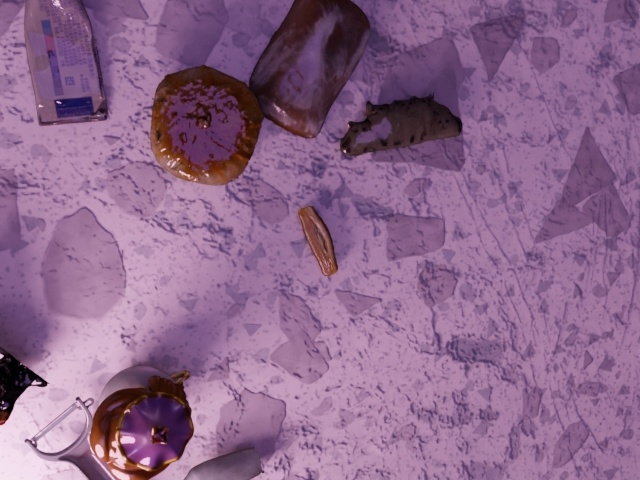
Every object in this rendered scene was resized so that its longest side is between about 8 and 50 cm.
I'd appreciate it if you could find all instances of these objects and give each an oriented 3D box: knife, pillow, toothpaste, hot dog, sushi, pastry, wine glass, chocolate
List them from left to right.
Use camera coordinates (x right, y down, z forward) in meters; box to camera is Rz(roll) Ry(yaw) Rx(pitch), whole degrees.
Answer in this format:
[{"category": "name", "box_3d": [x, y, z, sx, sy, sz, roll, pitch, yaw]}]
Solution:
[{"category": "sushi", "box_3d": [-0.554, 0.227, 1.072, 0.150, 0.153, 0.172, -55, 128, -23]}, {"category": "toothpaste", "box_3d": [-0.412, -0.327, 1.094, 0.099, 0.068, 0.283, 1, 108, 15]}, {"category": "knife", "box_3d": [-0.370, 0.399, 1.192, 0.123, 0.053, 0.278, -39, 108, -16]}, {"category": "wine glass", "box_3d": [-0.220, 0.427, 1.206, 0.262, 0.074, 0.074, -13, 100, -28]}, {"category": "pastry", "box_3d": [-0.194, -0.191, 1.146, 0.182, 0.093, 0.193, 17, 94, -13]}, {"category": "chocolate", "box_3d": [-0.011, -0.312, 1.185, 0.157, 0.080, 0.254, 29, 89, -16]}, {"category": "hot dog", "box_3d": [0.000, 0.000, 1.253, 0.044, 0.028, 0.137, -21, 100, 15]}, {"category": "pillow", "box_3d": [0.146, -0.216, 1.254, 0.241, 0.051, 0.093, -12, 105, -12]}]

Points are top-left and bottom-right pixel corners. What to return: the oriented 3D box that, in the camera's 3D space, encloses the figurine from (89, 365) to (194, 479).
[{"category": "figurine", "box_3d": [-0.282, 0.280, 1.091, 0.189, 0.263, 0.142, -42, 104, -9]}]
